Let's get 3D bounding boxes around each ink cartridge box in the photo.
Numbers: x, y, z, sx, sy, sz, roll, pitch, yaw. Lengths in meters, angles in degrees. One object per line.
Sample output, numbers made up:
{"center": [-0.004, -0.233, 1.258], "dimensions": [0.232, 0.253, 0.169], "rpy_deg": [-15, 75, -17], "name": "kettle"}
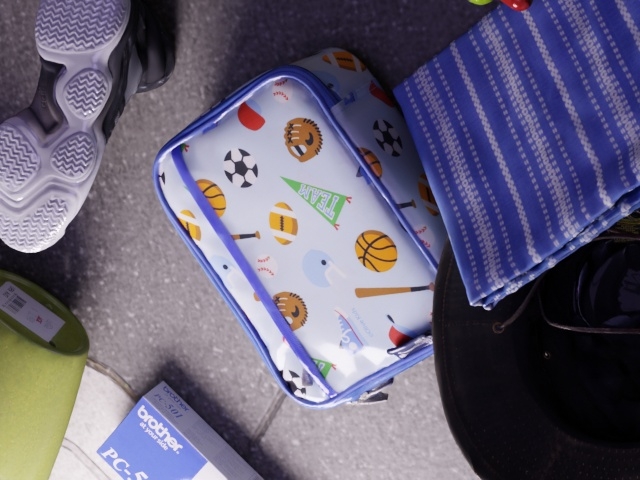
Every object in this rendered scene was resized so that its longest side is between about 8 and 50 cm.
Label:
{"center": [-0.121, 0.250, 1.593], "dimensions": [0.207, 0.046, 0.097], "rpy_deg": [44, 120, 5], "name": "ink cartridge box"}

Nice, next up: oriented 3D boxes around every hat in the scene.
{"center": [0.247, 0.075, 1.287], "dimensions": [0.331, 0.134, 0.331], "rpy_deg": [-3, 82, 19], "name": "hat"}

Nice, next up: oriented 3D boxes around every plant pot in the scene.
{"center": [-0.369, 0.182, 1.584], "dimensions": [0.275, 0.275, 0.293], "rpy_deg": [39, 105, 8], "name": "plant pot"}

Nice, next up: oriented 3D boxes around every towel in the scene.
{"center": [0.206, -0.128, 1.211], "dimensions": [0.336, 0.040, 0.243], "rpy_deg": [-38, 50, 28], "name": "towel"}

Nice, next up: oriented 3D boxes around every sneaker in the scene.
{"center": [-0.208, -0.119, 1.430], "dimensions": [0.101, 0.153, 0.269], "rpy_deg": [24, 105, 16], "name": "sneaker"}

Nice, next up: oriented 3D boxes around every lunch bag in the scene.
{"center": [0.000, 0.000, 1.405], "dimensions": [0.243, 0.115, 0.303], "rpy_deg": [-30, 93, 34], "name": "lunch bag"}

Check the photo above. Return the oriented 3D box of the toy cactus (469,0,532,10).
{"center": [0.101, -0.294, 1.254], "dimensions": [0.180, 0.112, 0.219], "rpy_deg": [9, 116, 37], "name": "toy cactus"}
